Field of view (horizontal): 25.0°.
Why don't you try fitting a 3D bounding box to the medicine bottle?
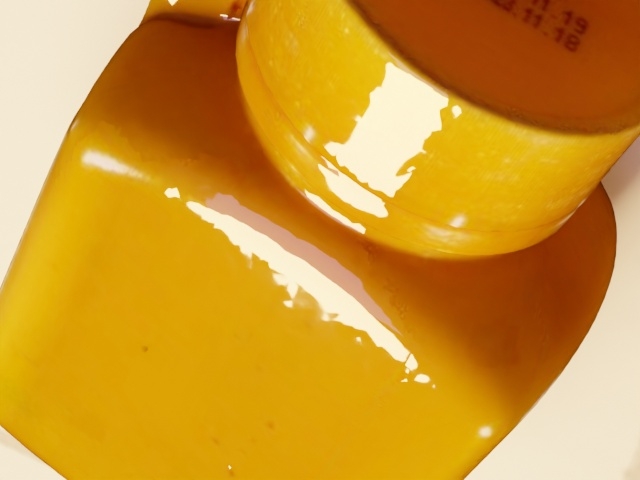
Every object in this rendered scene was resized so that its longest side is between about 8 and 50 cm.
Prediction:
[{"bbox_3d":[0.000,0.000,0.423,0.149,0.112,0.222,35,136,0],"label":"medicine bottle"}]
